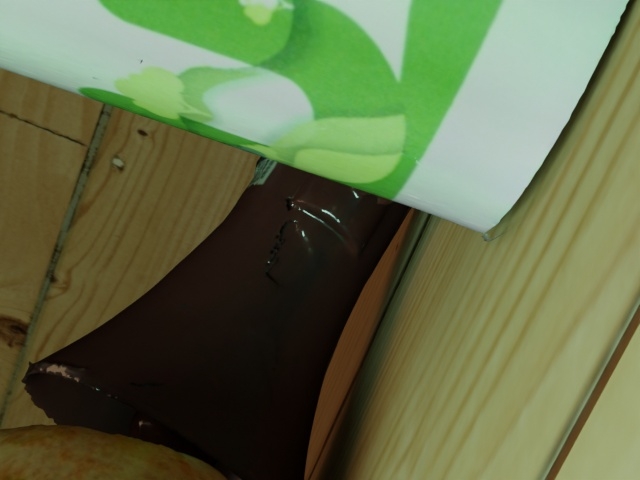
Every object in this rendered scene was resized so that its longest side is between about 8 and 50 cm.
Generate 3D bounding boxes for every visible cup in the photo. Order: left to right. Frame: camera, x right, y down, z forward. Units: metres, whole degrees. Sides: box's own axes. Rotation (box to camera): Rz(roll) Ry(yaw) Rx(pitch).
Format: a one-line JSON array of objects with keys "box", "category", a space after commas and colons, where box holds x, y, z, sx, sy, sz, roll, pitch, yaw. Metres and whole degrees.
[{"box": [-0.011, -0.142, 0.562, 0.253, 0.273, 0.253, -156, 90, -87], "category": "cup"}]

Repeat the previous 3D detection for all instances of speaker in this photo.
[{"box": [-0.024, -0.001, 0.796, 0.330, 0.198, 0.259, -60, -13, -17], "category": "speaker"}]

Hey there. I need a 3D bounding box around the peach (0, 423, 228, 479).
[{"box": [-0.128, 0.217, 0.596, 0.232, 0.232, 0.257, 118, 164, -68], "category": "peach"}]
